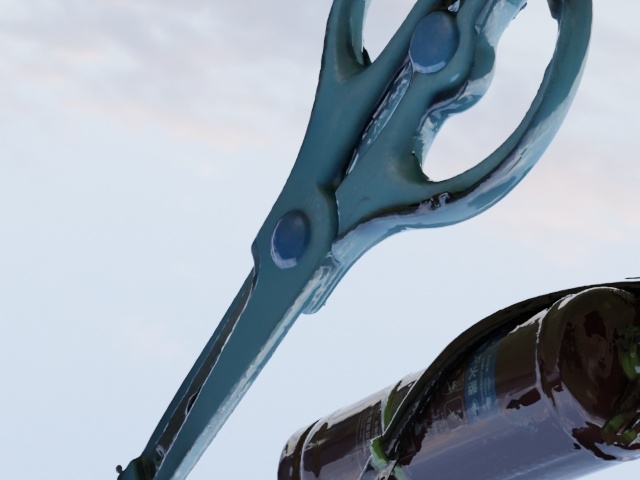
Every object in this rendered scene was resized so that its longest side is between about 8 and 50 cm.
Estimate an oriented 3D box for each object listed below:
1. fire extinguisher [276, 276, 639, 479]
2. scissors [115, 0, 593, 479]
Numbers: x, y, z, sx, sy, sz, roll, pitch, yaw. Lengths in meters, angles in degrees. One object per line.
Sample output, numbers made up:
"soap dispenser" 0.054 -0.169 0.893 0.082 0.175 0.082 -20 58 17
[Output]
"fire extinguisher" 0.098 0.109 0.949 0.105 0.341 0.141 40 -129 -15
"scissors" 0.001 0.000 0.832 0.032 0.393 0.180 19 -157 -36
